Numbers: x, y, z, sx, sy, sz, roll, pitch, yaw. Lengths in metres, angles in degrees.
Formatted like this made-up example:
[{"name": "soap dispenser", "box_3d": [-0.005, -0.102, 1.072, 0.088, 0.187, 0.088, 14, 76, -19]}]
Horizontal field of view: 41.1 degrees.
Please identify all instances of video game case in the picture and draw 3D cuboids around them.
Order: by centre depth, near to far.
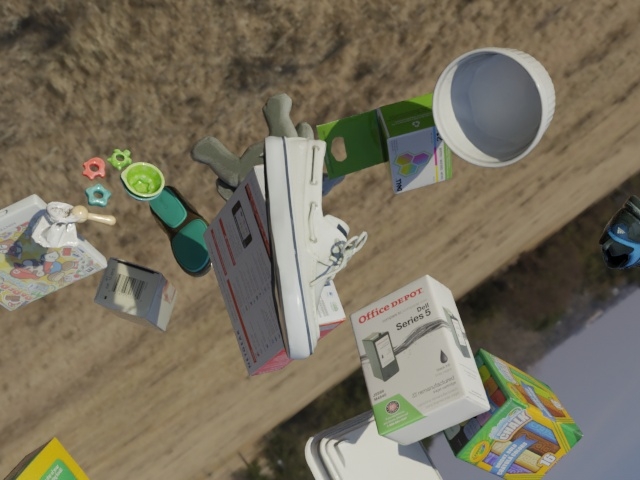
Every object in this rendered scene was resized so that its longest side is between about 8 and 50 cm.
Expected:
[{"name": "video game case", "box_3d": [-0.519, 0.028, 1.486, 0.207, 0.026, 0.227, -24, 145, 6]}]

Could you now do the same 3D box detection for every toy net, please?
[{"name": "toy net", "box_3d": [-0.369, -0.074, 1.375, 0.232, 0.122, 0.045, -36, 172, -36]}]

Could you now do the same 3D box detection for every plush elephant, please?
[{"name": "plush elephant", "box_3d": [-0.095, -0.141, 2.046, 0.272, 0.330, 0.255, -37, 158, -1]}]

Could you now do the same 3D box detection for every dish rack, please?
[{"name": "dish rack", "box_3d": [0.150, 0.525, 1.843, 0.286, 0.332, 0.072, -14, 157, -38]}]

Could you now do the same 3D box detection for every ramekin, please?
[{"name": "ramekin", "box_3d": [0.311, -0.240, 1.499, 0.109, 0.207, 0.207, -30, 167, -51]}]

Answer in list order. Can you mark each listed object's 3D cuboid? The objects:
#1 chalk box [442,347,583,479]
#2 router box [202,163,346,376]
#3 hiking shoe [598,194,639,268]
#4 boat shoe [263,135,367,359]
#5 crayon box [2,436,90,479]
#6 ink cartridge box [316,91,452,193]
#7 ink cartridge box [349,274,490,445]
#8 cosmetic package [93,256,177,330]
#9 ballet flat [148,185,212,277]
[{"name": "chalk box", "box_3d": [0.366, 0.364, 1.800, 0.179, 0.289, 0.180, -51, -152, 17]}, {"name": "router box", "box_3d": [-0.104, 0.063, 1.698, 0.082, 0.335, 0.301, -9, 160, -32]}, {"name": "hiking shoe", "box_3d": [0.654, 0.007, 1.823, 0.132, 0.113, 0.304, -43, 147, 4]}, {"name": "boat shoe", "box_3d": [-0.001, 0.002, 1.327, 0.157, 0.366, 0.135, -3, 153, -7]}, {"name": "crayon box", "box_3d": [-0.578, 0.641, 1.817, 0.106, 0.313, 0.363, -35, -173, 13]}, {"name": "ink cartridge box", "box_3d": [0.138, -0.185, 1.792, 0.255, 0.097, 0.188, -16, 145, 0]}, {"name": "ink cartridge box", "box_3d": [0.190, 0.236, 1.690, 0.198, 0.272, 0.115, -30, 144, 22]}, {"name": "cosmetic package", "box_3d": [-0.489, 0.150, 2.301, 0.296, 0.153, 0.129, 103, 5, -77]}, {"name": "ballet flat", "box_3d": [-0.323, -0.013, 2.135, 0.123, 0.348, 0.123, -20, 134, -21]}]
